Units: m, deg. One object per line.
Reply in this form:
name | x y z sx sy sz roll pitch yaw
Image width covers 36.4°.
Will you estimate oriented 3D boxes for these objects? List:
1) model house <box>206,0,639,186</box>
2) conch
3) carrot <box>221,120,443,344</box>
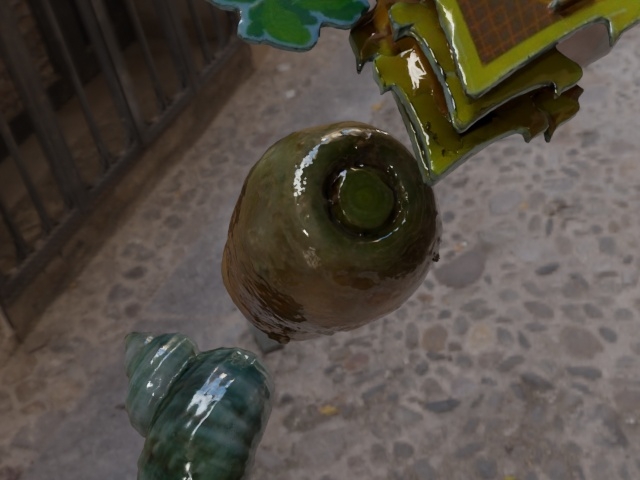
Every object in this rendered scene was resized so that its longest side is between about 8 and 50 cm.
model house | 0.084 -0.226 0.753 0.358 0.242 0.312 21 63 0
conch | -0.159 0.216 1.225 0.220 0.195 0.277 -35 69 -12
carrot | 0.000 0.000 1.104 0.224 0.224 0.341 -30 -3 -21
